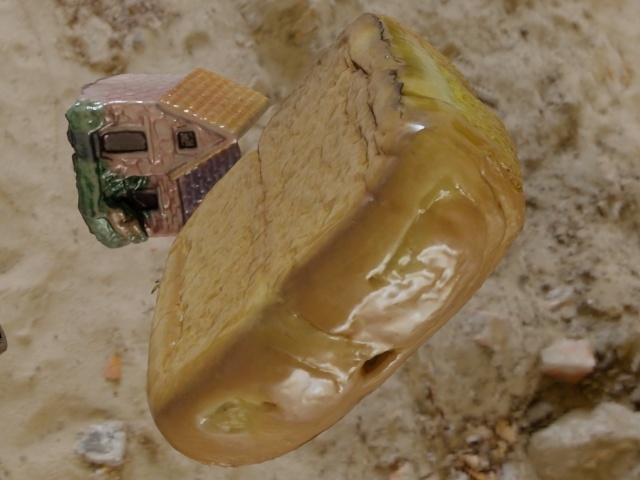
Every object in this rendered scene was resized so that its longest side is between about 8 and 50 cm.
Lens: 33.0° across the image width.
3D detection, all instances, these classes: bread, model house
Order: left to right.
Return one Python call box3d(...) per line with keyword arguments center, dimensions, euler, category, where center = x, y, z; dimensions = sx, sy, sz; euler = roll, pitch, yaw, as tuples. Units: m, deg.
box3d(center=(-0.199, -0.113, 1.523), dimensions=(0.202, 0.237, 0.237), euler=(-59, 145, -70), category="model house")
box3d(center=(0.007, 0.004, 0.849), dimensions=(0.148, 0.328, 0.337), euler=(35, 16, -18), category="bread")

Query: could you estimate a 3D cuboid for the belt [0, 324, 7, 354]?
box3d(center=(-0.558, 0.058, 1.417), dimensions=(0.122, 0.217, 0.338), euler=(-44, 81, 0), category="belt")
